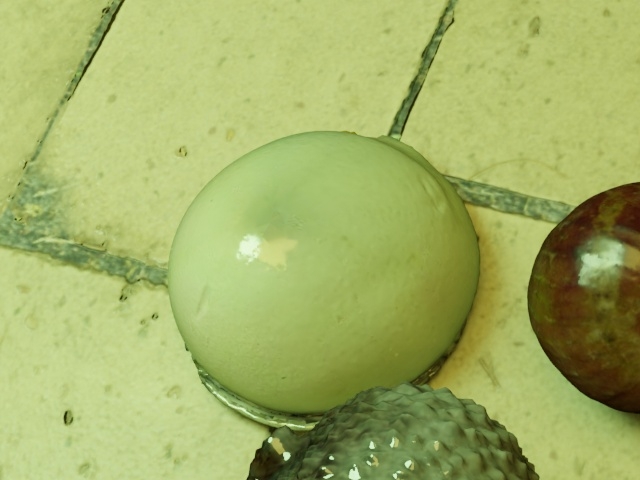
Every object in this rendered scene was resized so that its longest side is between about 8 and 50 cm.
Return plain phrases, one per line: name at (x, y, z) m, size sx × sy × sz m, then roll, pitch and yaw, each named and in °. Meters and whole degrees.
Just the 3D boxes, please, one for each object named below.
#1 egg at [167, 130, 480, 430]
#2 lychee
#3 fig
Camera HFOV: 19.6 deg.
egg at (0.002, 0.004, 1.587) m, size 0.286 × 0.174 × 0.264 m, roll -37°, pitch 64°, yaw -18°
lychee at (0.053, 0.251, 1.367) m, size 0.300 × 0.300 × 0.300 m, roll -4°, pitch 59°, yaw 6°
fig at (0.261, 0.043, 1.527) m, size 0.205 × 0.205 × 0.205 m, roll -4°, pitch 59°, yaw 6°
